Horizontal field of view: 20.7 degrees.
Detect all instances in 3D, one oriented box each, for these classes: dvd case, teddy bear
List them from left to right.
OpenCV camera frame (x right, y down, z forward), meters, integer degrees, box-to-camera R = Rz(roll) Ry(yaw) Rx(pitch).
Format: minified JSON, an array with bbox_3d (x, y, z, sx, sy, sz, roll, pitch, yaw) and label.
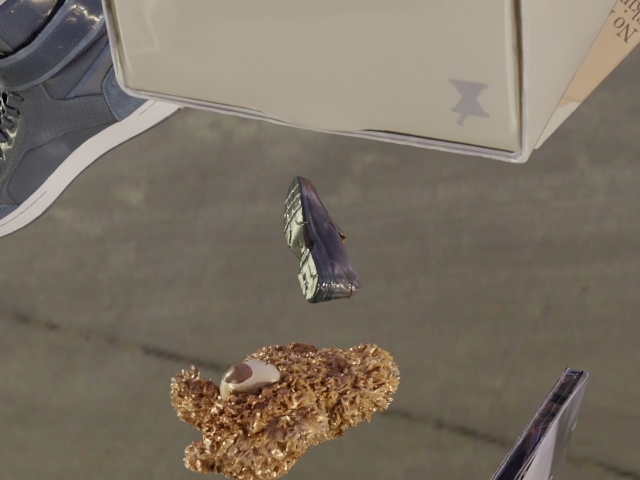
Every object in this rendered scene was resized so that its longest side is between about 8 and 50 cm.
[{"bbox_3d":[-0.035,0.161,1.927,0.245,0.113,0.338,11,15,34],"label":"teddy bear"},{"bbox_3d":[0.090,0.175,0.908,0.018,0.164,0.221,19,22,16],"label":"dvd case"}]

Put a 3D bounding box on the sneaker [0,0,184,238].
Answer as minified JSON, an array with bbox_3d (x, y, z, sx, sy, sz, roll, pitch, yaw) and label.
[{"bbox_3d":[-0.208,-0.099,1.127,0.226,0.163,0.086,-36,44,20],"label":"sneaker"}]

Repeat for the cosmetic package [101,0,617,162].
[{"bbox_3d":[0.054,-0.170,0.676,0.160,0.113,0.309,11,41,21],"label":"cosmetic package"}]

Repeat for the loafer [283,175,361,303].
[{"bbox_3d":[0.000,0.000,2.039,0.061,0.062,0.170,2,57,-25],"label":"loafer"}]

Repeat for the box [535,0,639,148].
[{"bbox_3d":[0.232,-0.250,1.550,0.311,0.148,0.121,-49,31,17],"label":"box"}]
